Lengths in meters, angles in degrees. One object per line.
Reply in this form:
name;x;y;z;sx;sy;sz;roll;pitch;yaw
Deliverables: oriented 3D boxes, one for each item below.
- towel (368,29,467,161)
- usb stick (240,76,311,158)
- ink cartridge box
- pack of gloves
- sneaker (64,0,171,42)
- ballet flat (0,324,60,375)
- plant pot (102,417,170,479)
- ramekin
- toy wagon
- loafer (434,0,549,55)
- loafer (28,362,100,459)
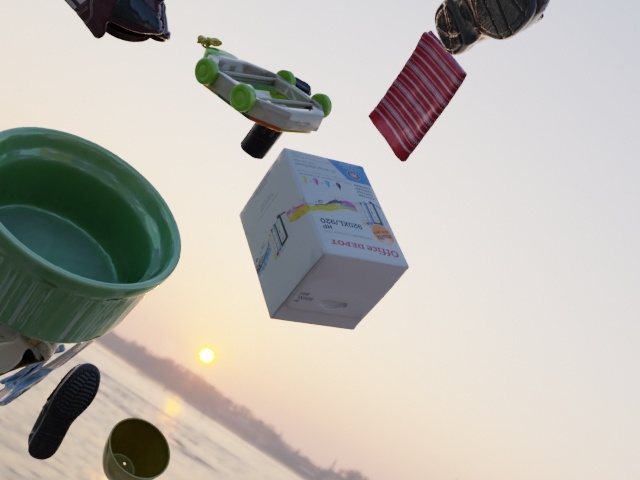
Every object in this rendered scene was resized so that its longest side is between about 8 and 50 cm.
towel;0.231;-0.351;2.039;0.031;0.275;0.199;8;40;-37
usb stick;-0.117;-0.310;2.141;0.077;0.045;0.278;30;-47;-14
ink cartridge box;0.000;0.000;1.356;0.171;0.168;0.232;10;43;-34
pack of gloves;-0.571;0.252;1.605;0.046;0.232;0.195;53;1;6
sneaker;-0.222;-0.353;1.110;0.106;0.281;0.162;-7;-61;55
ballet flat;-0.506;0.168;1.264;0.348;0.123;0.123;-24;-51;33
plant pot;-0.382;0.436;1.668;0.134;0.134;0.095;36;-57;-12
ramekin;-0.362;-0.002;1.166;0.303;0.148;0.303;30;30;-20
toy wagon;-0.145;-0.334;1.778;0.344;0.068;0.267;38;25;30
loafer;0.250;-0.332;1.159;0.302;0.095;0.109;-169;-123;-78
loafer;-0.544;0.344;1.738;0.080;0.220;0.078;40;-10;-36
